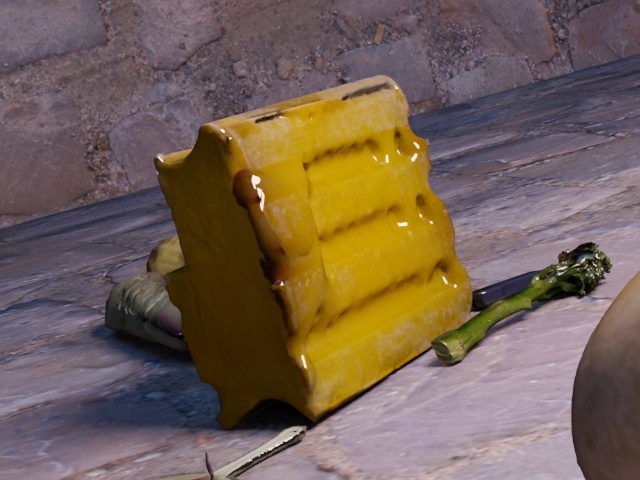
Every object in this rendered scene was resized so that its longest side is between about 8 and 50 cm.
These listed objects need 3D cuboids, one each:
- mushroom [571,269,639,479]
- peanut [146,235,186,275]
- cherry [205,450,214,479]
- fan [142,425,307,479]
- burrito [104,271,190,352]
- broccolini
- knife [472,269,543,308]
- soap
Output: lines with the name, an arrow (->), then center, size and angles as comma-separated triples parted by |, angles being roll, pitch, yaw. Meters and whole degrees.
mushroom -> 0.241, 0.076, 0.650 | 0.209, 0.206, 0.206 | 23, 17, 8
peanut -> -0.151, 0.035, 1.593 | 0.099, 0.090, 0.214 | 29, -19, -34
cherry -> -0.083, 0.192, 0.654 | 0.126, 0.087, 0.106 | -33, 19, -5
fan -> -0.094, 0.184, 0.933 | 0.152, 0.008, 0.227 | -4, 14, 46
burrito -> -0.175, 0.081, 1.452 | 0.096, 0.066, 0.309 | -23, 12, -22
broccolini -> 0.194, 0.065, 1.187 | 0.057, 0.071, 0.254 | 38, 44, 21
knife -> 0.198, 0.045, 1.291 | 0.121, 0.018, 0.031 | -19, 4, -30
soap -> 0.000, 0.000, 1.134 | 0.143, 0.259, 0.281 | -13, 5, 40
